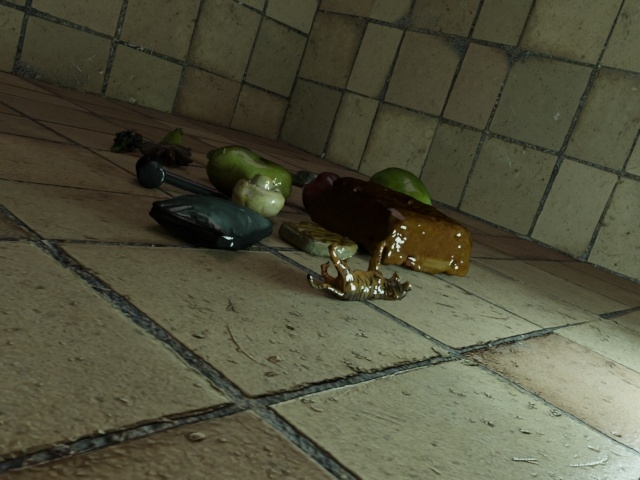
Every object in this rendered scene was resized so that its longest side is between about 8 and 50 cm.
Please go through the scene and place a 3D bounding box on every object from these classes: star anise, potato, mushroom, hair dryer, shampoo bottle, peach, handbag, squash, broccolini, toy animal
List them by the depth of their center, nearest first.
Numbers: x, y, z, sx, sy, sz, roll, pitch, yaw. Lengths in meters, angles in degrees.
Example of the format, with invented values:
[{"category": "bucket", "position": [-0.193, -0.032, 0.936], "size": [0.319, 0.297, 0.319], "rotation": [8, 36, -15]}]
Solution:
[{"category": "toy animal", "position": [0.047, 0.075, 1.111], "size": [0.255, 0.114, 0.116], "rotation": [-3, 66, -51]}, {"category": "handbag", "position": [-0.216, -0.042, 1.273], "size": [0.191, 0.075, 0.332], "rotation": [23, 9, 6]}, {"category": "hair dryer", "position": [-0.353, -0.141, 1.573], "size": [0.247, 0.071, 0.114], "rotation": [23, 8, -22]}, {"category": "mushroom", "position": [-0.160, -0.115, 1.588], "size": [0.147, 0.112, 0.148], "rotation": [14, 3, -1]}, {"category": "potato", "position": [-0.198, -0.180, 1.725], "size": [0.248, 0.144, 0.169], "rotation": [17, -5, -15]}, {"category": "broccolini", "position": [-0.615, -0.316, 1.942], "size": [0.091, 0.068, 0.203], "rotation": [36, 8, -15]}, {"category": "peach", "position": [0.019, -0.138, 1.951], "size": [0.152, 0.152, 0.152], "rotation": [18, 11, -4]}, {"category": "star anise", "position": [-0.502, -0.281, 1.957], "size": [0.182, 0.065, 0.195], "rotation": [12, 23, -19]}, {"category": "squash", "position": [-0.526, -0.340, 2.180], "size": [0.090, 0.075, 0.200], "rotation": [0, 35, -1]}, {"category": "potato", "position": [0.312, -0.180, 2.421], "size": [0.215, 0.216, 0.304], "rotation": [12, 10, -28]}, {"category": "shampoo bottle", "position": [-0.010, -0.264, 2.676], "size": [0.086, 0.056, 0.227], "rotation": [24, 13, 31]}]

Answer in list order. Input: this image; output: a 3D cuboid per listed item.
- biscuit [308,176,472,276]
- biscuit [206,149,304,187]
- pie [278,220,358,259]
[{"category": "biscuit", "position": [0.198, -0.046, 1.698], "size": [0.342, 0.166, 0.395], "rotation": [7, 17, -38]}, {"category": "biscuit", "position": [-0.204, -0.228, 1.934], "size": [0.322, 0.038, 0.099], "rotation": [16, 13, -24]}, {"category": "pie", "position": [0.000, 0.000, 1.466], "size": [0.195, 0.046, 0.195], "rotation": [16, 13, -4]}]
